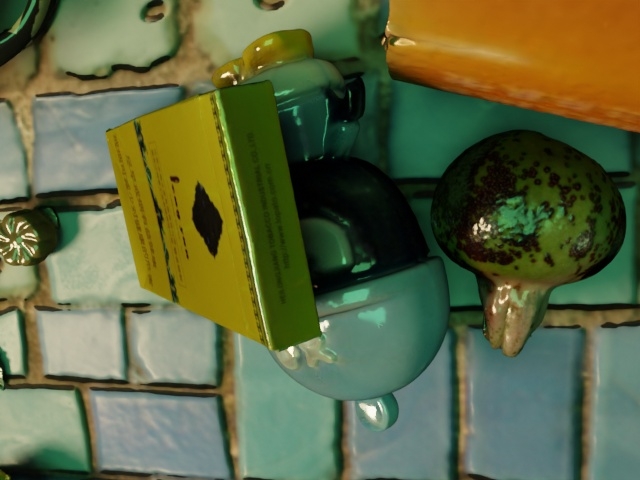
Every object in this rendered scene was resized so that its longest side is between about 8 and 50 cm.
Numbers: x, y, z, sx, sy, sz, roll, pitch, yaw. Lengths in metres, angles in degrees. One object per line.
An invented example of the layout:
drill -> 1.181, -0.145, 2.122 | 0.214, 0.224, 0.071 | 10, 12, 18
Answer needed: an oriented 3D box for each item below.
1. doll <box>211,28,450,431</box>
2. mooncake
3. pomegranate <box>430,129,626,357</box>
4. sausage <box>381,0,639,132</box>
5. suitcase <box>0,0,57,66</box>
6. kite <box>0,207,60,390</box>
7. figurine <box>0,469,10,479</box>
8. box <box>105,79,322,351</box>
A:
doll -> 0.000, 0.000, 0.491 | 0.177, 0.141, 0.314 | -20, 89, 46
mooncake -> -0.372, 0.122, 0.602 | 0.150, 0.057, 0.346 | 16, 84, 12
pomegranate -> 0.150, -0.004, 0.475 | 0.138, 0.125, 0.163 | 6, 124, -8
sausage -> 0.204, -0.178, 0.364 | 0.287, 0.233, 0.233 | 14, 104, 8
suitcase -> -0.370, -0.262, 0.464 | 0.339, 0.194, 0.351 | 27, 103, -22
kite -> -0.410, 0.009, 0.649 | 0.314, 0.011, 0.335 | -17, 98, 15
figurine -> -0.381, 0.293, 0.653 | 0.246, 0.131, 0.156 | 26, 109, 20
box -> -0.098, -0.021, 0.465 | 0.041, 0.279, 0.153 | -15, 102, -30
